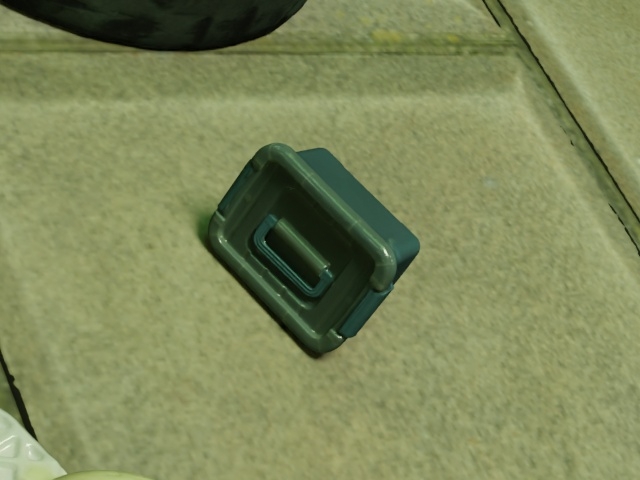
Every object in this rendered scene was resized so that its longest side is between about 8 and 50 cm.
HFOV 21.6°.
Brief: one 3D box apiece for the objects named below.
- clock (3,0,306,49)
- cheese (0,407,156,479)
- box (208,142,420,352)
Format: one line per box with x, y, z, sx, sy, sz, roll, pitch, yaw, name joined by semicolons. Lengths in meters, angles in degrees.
-0.128;-0.246;1.022;0.319;0.066;0.319;17;44;-17;clock
-0.096;0.107;0.592;0.235;0.049;0.127;39;46;19;cheese
0.000;0.000;0.865;0.099;0.074;0.054;46;29;14;box
